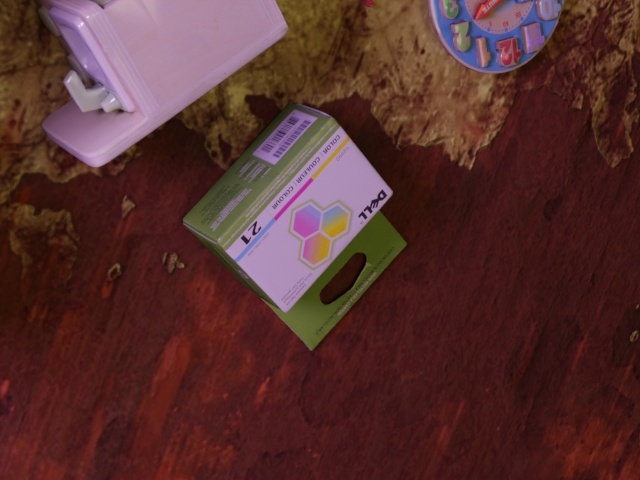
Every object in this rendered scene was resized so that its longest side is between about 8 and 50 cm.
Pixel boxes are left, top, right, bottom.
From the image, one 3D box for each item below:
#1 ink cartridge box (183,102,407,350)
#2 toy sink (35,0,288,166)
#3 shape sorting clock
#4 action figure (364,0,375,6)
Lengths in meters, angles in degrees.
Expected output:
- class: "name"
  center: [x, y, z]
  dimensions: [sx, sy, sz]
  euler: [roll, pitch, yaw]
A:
- class: "ink cartridge box"
  center: [0.000, 0.000, 1.367]
  dimensions: [0.189, 0.097, 0.255]
  euler: [-48, 124, -9]
- class: "toy sink"
  center: [-0.179, -0.202, 1.151]
  dimensions: [0.234, 0.153, 0.131]
  euler: [-38, 122, -15]
- class: "shape sorting clock"
  center: [0.215, -0.302, 1.433]
  dimensions: [0.206, 0.040, 0.206]
  euler: [-11, 112, -29]
- class: "action figure"
  center: [0.049, -0.318, 1.331]
  dimensions: [0.038, 0.030, 0.115]
  euler: [-30, 118, -15]
